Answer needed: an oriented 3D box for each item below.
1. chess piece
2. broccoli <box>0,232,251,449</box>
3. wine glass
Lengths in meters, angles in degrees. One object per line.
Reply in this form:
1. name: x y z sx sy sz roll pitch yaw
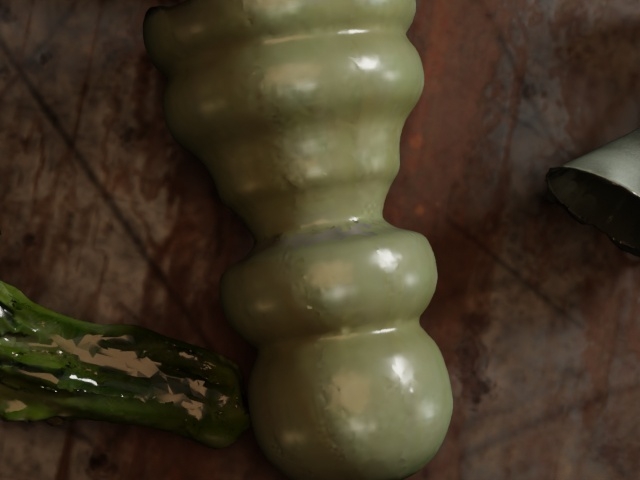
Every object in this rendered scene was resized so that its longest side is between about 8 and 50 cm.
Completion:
1. chess piece: 0.000 0.000 1.244 0.182 0.182 0.330 -10 87 -6
2. broccoli: -0.189 0.069 1.239 0.304 0.145 0.165 18 84 -14
3. wine glass: 0.243 -0.088 1.300 0.122 0.122 0.183 30 77 0
